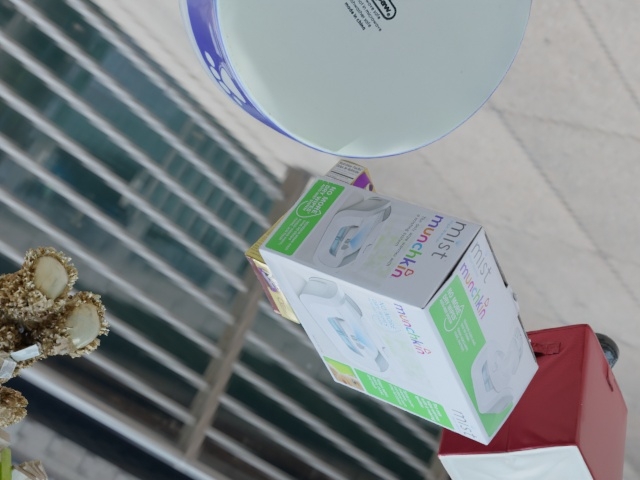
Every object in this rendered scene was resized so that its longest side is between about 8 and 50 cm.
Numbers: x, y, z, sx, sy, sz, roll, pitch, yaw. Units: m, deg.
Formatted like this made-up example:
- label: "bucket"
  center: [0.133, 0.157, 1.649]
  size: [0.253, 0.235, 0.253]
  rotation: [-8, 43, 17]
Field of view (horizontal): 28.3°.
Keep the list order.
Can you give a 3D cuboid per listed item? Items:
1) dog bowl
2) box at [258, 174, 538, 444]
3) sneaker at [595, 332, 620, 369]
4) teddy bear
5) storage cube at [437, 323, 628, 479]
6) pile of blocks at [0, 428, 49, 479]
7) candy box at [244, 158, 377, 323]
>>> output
- label: "dog bowl"
  center: [0.029, -0.200, 0.990]
  size: [0.265, 0.265, 0.104]
  rotation: [36, -178, -27]
- label: "box"
  center: [0.095, 0.076, 1.422]
  size: [0.231, 0.127, 0.262]
  rotation: [20, 151, 37]
- label: "sneaker"
  center: [0.333, 0.230, 1.832]
  size: [0.086, 0.132, 0.229]
  rotation: [43, 126, -13]
- label: "teddy bear"
  center: [-0.444, 0.134, 1.649]
  size: [0.245, 0.338, 0.113]
  rotation: [39, -169, -41]
- label: "storage cube"
  center: [0.279, 0.248, 1.632]
  size: [0.184, 0.193, 0.215]
  rotation: [-9, 130, 26]
- label: "pile of blocks"
  center: [-0.434, 0.395, 1.741]
  size: [0.112, 0.149, 0.362]
  rotation: [-113, 4, -54]
- label: "candy box"
  center: [0.000, 0.000, 1.590]
  size: [0.053, 0.187, 0.109]
  rotation: [24, 149, 42]
